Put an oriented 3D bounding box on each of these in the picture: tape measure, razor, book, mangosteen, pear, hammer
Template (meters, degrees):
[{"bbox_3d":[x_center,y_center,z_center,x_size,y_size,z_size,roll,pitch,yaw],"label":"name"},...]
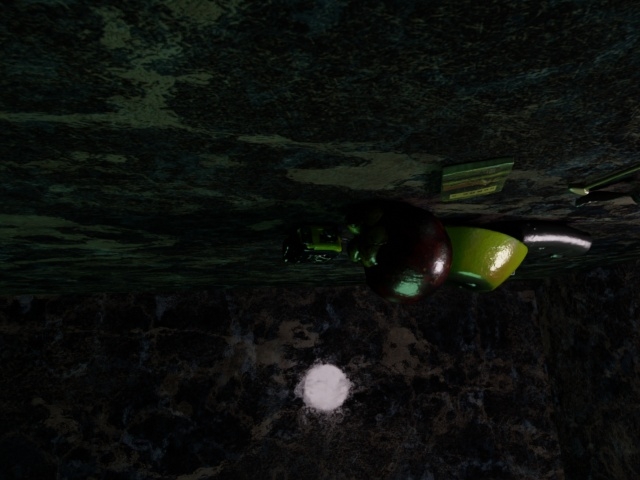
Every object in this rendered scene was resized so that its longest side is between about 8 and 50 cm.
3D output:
[{"bbox_3d":[-0.014,0.016,1.601,0.186,0.112,0.199,-2,164,-27],"label":"tape measure"},{"bbox_3d":[0.821,-0.004,1.797,0.326,0.107,0.189,5,166,-15],"label":"razor"},{"bbox_3d":[0.378,-0.147,1.194,0.160,0.024,0.228,-9,167,11],"label":"book"},{"bbox_3d":[0.232,0.033,1.403,0.310,0.312,0.311,-4,168,-1],"label":"mangosteen"},{"bbox_3d":[0.520,0.083,1.726,0.397,0.165,0.399,12,165,3],"label":"pear"},{"bbox_3d":[0.739,-0.165,1.252,0.060,0.028,0.195,8,161,-23],"label":"hammer"}]

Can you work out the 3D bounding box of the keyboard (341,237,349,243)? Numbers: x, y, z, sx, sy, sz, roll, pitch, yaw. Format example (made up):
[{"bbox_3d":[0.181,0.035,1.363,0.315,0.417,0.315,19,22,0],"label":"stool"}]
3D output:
[{"bbox_3d":[0.000,0.001,1.757,0.230,0.023,0.072,6,161,-39],"label":"keyboard"}]

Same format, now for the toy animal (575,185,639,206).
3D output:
[{"bbox_3d":[0.880,-0.114,1.299,0.197,0.272,0.160,-39,153,-12],"label":"toy animal"}]

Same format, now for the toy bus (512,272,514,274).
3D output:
[{"bbox_3d":[0.734,0.100,2.219,0.270,0.133,0.164,3,171,-18],"label":"toy bus"}]
